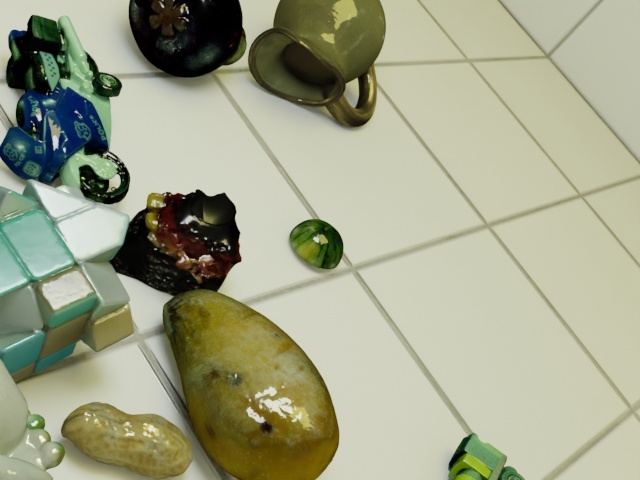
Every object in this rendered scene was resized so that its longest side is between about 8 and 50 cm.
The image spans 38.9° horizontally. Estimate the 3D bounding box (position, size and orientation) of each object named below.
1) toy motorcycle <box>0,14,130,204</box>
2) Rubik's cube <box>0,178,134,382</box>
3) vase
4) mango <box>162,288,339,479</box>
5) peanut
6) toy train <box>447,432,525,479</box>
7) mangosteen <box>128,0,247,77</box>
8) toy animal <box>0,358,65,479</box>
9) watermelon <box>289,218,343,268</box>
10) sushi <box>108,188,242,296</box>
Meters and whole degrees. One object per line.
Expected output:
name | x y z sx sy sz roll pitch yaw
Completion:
toy motorcycle | -0.408 -0.197 1.404 0.196 0.125 0.331 4 54 -41
Rubik's cube | -0.359 0.036 1.131 0.213 0.224 0.265 -28 76 -36
vase | 0.024 -0.384 1.929 0.329 0.241 0.302 53 42 -30
mango | -0.102 0.199 1.253 0.176 0.175 0.329 36 11 -46
peanut | -0.237 0.247 1.134 0.174 0.080 0.080 24 40 -26
toy train | 0.243 0.408 1.415 0.132 0.083 0.200 35 35 9
mangosteen | -0.245 -0.412 1.699 0.243 0.243 0.243 24 40 -22
toy animal | -0.406 0.202 0.928 0.247 0.183 0.310 54 23 -47
watermelon | 0.000 0.000 1.615 0.105 0.062 0.105 27 34 -20
sushi | -0.199 -0.003 1.363 0.172 0.150 0.153 38 36 -6
